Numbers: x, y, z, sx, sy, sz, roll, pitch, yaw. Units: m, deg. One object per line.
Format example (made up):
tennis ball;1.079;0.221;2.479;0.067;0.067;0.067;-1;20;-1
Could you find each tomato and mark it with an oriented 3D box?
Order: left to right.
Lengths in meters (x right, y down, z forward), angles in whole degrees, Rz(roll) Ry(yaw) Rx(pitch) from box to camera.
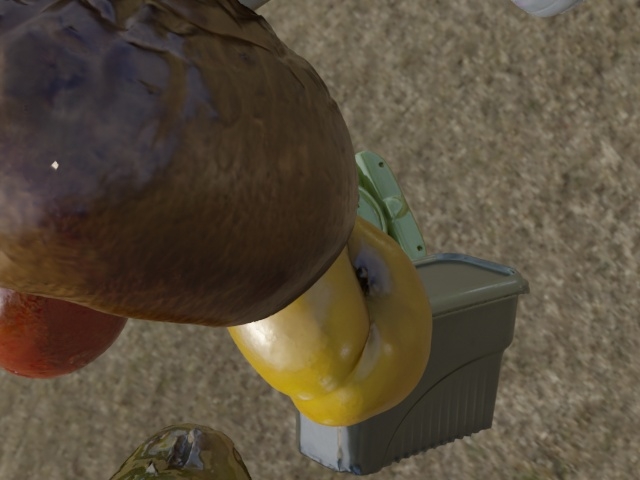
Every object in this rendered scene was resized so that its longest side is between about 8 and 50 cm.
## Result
tomato;-0.376;0.106;1.635;0.309;0.170;0.309;-27;1;1

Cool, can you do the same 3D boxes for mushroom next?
mushroom;-0.098;-0.055;0.506;0.253;0.253;0.153;48;121;50

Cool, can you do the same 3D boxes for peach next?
peach;0.003;0.044;0.785;0.103;0.179;0.179;-34;42;30

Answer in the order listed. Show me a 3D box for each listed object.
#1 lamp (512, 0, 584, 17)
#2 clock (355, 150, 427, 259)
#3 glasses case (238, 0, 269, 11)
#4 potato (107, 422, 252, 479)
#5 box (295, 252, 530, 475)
lamp;0.229;-0.337;1.103;0.179;0.108;0.246;-31;44;57
clock;0.000;0.000;1.798;0.308;0.096;0.235;-19;73;-17
glasses case;-0.088;-0.162;0.685;0.313;0.070;0.131;-29;22;22
potato;-0.118;0.307;0.819;0.202;0.218;0.351;10;95;35
box;0.090;0.124;1.183;0.138;0.274;0.178;18;111;49
